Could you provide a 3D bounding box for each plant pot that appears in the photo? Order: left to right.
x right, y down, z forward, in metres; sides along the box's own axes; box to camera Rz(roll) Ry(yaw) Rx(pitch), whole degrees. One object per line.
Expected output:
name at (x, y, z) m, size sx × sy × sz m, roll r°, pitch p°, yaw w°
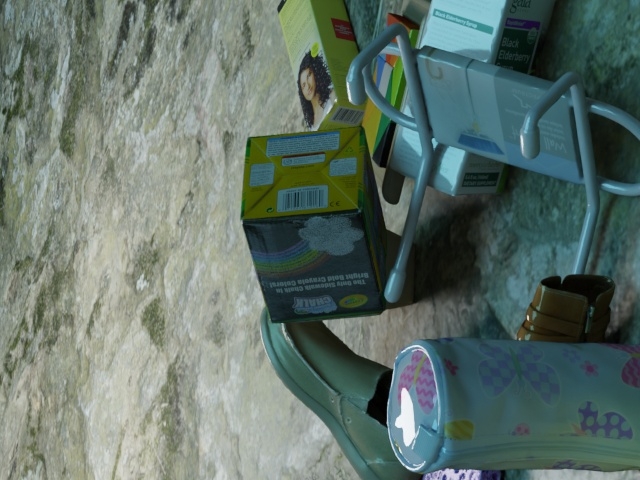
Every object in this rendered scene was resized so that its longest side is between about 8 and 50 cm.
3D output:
plant pot at (0.052, 0.037, 1.867) m, size 0.109 × 0.096 × 0.109 m, roll -15°, pitch 71°, yaw 62°

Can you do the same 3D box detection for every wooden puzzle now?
wooden puzzle at (0.086, -0.170, 1.814) m, size 0.239 × 0.044 × 0.221 m, roll -101°, pitch 24°, yaw -76°

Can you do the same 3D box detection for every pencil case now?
pencil case at (0.195, 0.150, 1.389) m, size 0.113 × 0.273 × 0.124 m, roll 118°, pitch 149°, yaw -45°

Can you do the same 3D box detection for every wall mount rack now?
wall mount rack at (0.157, -0.052, 1.560) m, size 0.350 × 0.130 × 0.304 m, roll 21°, pitch 143°, yaw 34°

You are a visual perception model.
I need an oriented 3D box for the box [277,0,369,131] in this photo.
box at (0.004, -0.241, 2.063) m, size 0.087 × 0.058 × 0.232 m, roll -55°, pitch 38°, yaw 43°

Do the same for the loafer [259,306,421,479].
loafer at (0.037, 0.165, 1.808) m, size 0.092 × 0.102 × 0.268 m, roll -43°, pitch 81°, yaw 27°

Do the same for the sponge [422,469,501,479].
sponge at (0.145, 0.301, 1.702) m, size 0.117 × 0.031 × 0.210 m, roll 6°, pitch 90°, yaw 63°

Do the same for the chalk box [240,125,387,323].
chalk box at (0.000, 0.000, 1.723) m, size 0.213 × 0.132 × 0.132 m, roll 77°, pitch -169°, yaw -46°

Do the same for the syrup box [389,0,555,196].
syrup box at (0.161, -0.173, 1.678) m, size 0.096 × 0.093 × 0.237 m, roll 25°, pitch 108°, yaw 35°

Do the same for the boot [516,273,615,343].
boot at (0.190, 0.109, 1.481) m, size 0.073 × 0.197 × 0.152 m, roll 36°, pitch 126°, yaw 36°
